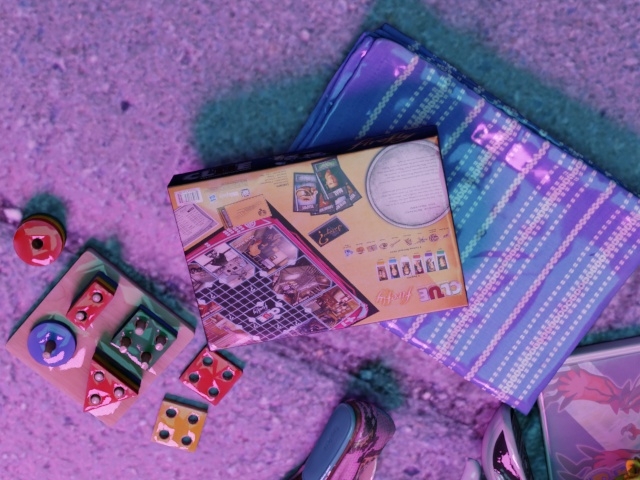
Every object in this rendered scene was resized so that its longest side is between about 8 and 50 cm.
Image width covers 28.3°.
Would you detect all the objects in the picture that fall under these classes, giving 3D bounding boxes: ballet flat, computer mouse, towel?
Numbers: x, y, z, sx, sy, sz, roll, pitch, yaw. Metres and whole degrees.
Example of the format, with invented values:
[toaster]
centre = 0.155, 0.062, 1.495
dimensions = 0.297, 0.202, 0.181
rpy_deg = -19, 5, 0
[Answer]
[ballet flat]
centre = 0.001, 0.254, 1.254
dimensions = 0.079, 0.077, 0.221
rpy_deg = 27, 106, -30
[computer mouse]
centre = 0.191, 0.253, 1.251
dimensions = 0.042, 0.106, 0.193
rpy_deg = -15, 97, 15
[towel]
centre = 0.122, -0.014, 1.171
dimensions = 0.336, 0.040, 0.243
rpy_deg = 32, 105, -7

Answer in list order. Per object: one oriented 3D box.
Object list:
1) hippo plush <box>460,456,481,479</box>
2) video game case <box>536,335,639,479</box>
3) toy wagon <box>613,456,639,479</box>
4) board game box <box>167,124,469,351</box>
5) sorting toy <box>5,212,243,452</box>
[hippo plush]
centre = 0.075, 0.408, 1.214
dimensions = 0.236, 0.234, 0.294
rpy_deg = -12, 126, 13
[video game case]
centre = 0.320, 0.182, 1.258
dimensions = 0.201, 0.023, 0.183
rpy_deg = -10, 108, 2
[toy wagon]
centre = 0.300, 0.355, 1.214
dimensions = 0.068, 0.267, 0.344
rpy_deg = 9, 114, 43
[board game box]
centre = 0.000, 0.000, 1.145
dimensions = 0.243, 0.042, 0.165
rpy_deg = -10, 108, 6
[sorting toy]
centre = -0.205, 0.105, 1.209
dimensions = 0.274, 0.046, 0.132
rpy_deg = 40, 103, -13
